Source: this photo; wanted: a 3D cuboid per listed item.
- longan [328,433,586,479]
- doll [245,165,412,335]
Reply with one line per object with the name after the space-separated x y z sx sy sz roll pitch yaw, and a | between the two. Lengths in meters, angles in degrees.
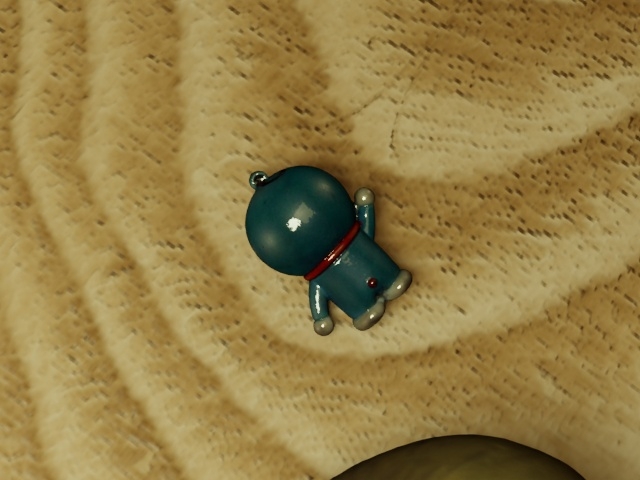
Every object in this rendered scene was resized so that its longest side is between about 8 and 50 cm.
0.072 0.260 1.149 0.300 0.300 0.243 -37 55 -20 | longan
0.000 0.000 1.317 0.152 0.085 0.114 42 80 -8 | doll
